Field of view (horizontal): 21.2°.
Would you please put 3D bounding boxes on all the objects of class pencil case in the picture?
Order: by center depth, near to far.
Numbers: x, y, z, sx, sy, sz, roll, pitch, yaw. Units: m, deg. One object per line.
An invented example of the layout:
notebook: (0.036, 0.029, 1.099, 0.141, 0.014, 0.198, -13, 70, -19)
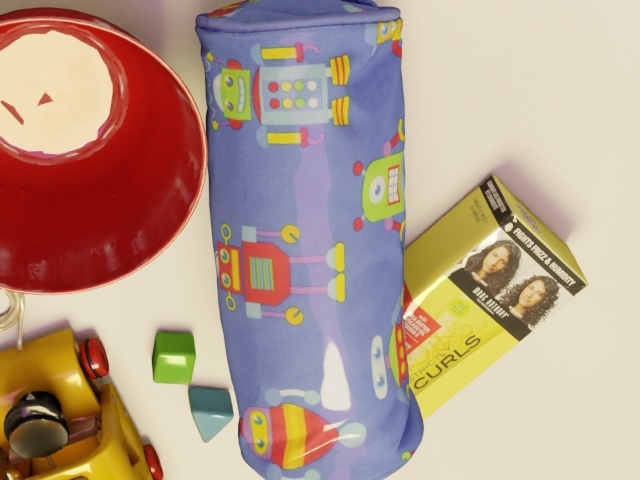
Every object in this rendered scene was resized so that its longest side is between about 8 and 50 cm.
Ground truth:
pencil case: (0.000, 0.000, 1.036, 0.133, 0.119, 0.306, -23, 115, -47)

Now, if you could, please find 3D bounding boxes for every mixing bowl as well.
mixing bowl: (-0.162, -0.068, 1.015, 0.181, 0.098, 0.181, -4, 120, -7)

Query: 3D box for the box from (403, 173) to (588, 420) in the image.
box: (0.062, 0.065, 1.156, 0.232, 0.058, 0.087, -40, 119, 15)

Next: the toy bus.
toy bus: (-0.170, 0.149, 1.140, 0.202, 0.104, 0.191, 18, 116, -20)
